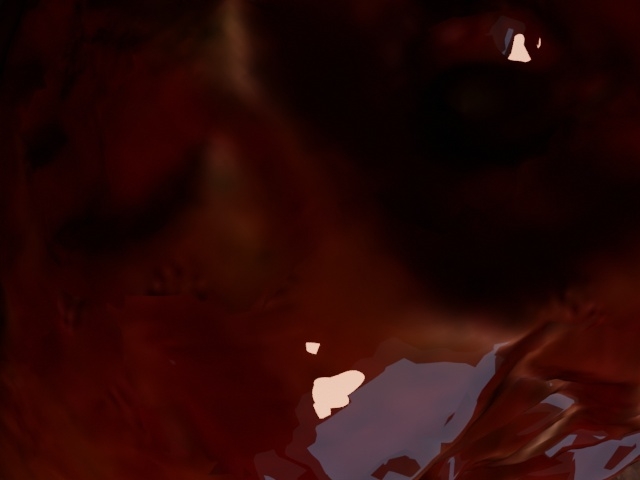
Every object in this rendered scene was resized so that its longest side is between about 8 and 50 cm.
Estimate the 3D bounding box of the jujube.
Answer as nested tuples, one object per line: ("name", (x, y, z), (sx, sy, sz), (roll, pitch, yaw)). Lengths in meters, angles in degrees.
("jujube", (-0.002, 0.001, 0.661), (0.276, 0.276, 0.377), (-13, 165, -16))
